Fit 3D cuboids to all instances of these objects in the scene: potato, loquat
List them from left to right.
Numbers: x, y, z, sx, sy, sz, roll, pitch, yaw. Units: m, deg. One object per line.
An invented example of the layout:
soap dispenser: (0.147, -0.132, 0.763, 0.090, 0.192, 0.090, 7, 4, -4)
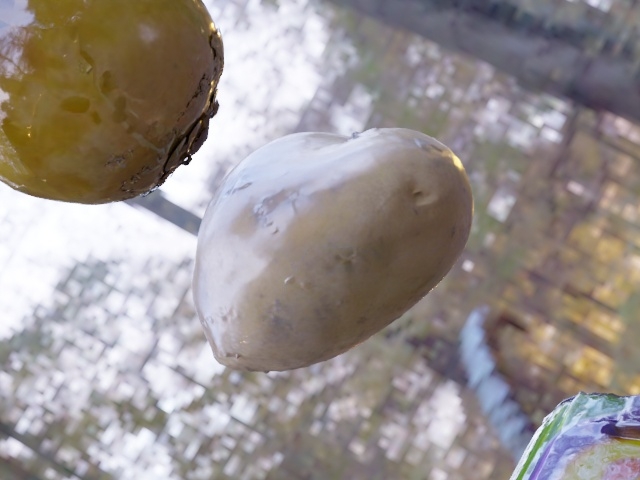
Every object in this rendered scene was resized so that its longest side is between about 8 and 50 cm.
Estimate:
loquat: (-0.190, -0.139, 1.573, 0.235, 0.235, 0.235, -56, -15, -22)
potato: (0.003, -0.001, 0.928, 0.147, 0.112, 0.112, -28, -16, 0)

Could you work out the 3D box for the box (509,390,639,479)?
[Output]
box: (0.088, 0.188, 0.682, 0.345, 0.134, 0.097, -53, -38, -52)
